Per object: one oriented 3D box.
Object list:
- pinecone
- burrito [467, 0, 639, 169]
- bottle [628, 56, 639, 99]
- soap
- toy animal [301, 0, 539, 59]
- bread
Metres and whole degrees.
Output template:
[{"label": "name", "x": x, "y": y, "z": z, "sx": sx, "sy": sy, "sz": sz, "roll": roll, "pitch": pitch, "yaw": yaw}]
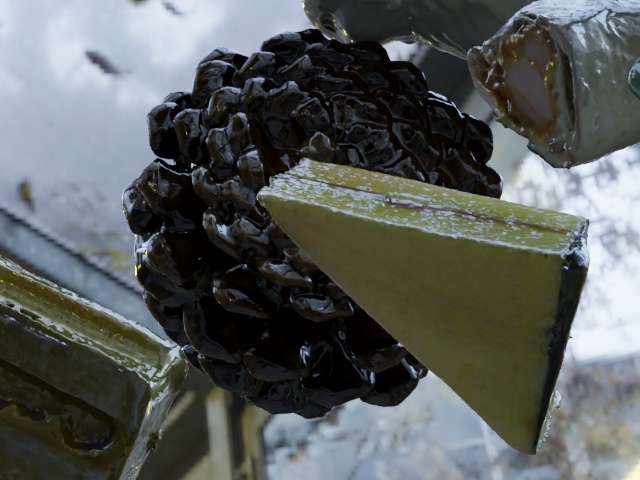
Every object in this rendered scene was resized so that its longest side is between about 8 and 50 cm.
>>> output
[{"label": "pinecone", "x": 0.000, "y": 0.000, "z": 1.631, "sx": 0.398, "sy": 0.397, "sz": 0.397, "roll": -5, "pitch": -40, "yaw": -4}, {"label": "burrito", "x": 0.249, "y": -0.147, "z": 1.188, "sx": 0.299, "sy": 0.143, "sz": 0.105, "roll": -22, "pitch": -51, "yaw": -35}, {"label": "bottle", "x": 0.199, "y": -0.072, "z": 0.868, "sx": 0.030, "sy": 0.083, "sz": 0.030, "roll": -14, "pitch": -53, "yaw": -20}, {"label": "soap", "x": -0.195, "y": 0.067, "z": 0.796, "sx": 0.233, "sy": 0.076, "sz": 0.135, "roll": 25, "pitch": -76, "yaw": 3}, {"label": "toy animal", "x": 0.147, "y": -0.252, "z": 1.624, "sx": 0.357, "sy": 0.194, "sz": 0.258, "roll": 8, "pitch": -9, "yaw": 13}, {"label": "bread", "x": 0.079, "y": 0.045, "z": 1.305, "sx": 0.264, "sy": 0.167, "sz": 0.163, "roll": 13, "pitch": -74, "yaw": 13}]
